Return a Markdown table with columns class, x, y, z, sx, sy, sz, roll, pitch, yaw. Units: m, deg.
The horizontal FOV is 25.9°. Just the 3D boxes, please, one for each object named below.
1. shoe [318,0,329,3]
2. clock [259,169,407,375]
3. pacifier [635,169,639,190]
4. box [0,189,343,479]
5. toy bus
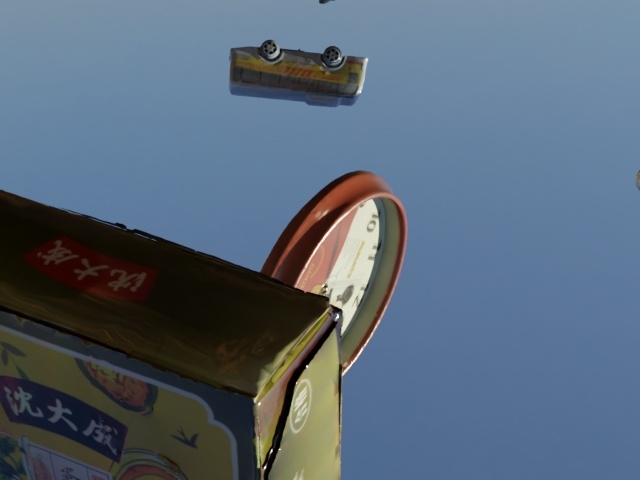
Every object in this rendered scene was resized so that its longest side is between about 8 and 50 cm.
| class | x | y | z | sx | sy | sz | roll | pitch | yaw |
| --- | --- | --- | --- | --- | --- | --- | --- | --- | --- |
| shoe | -0.013 | -0.414 | 2.119 | 0.099 | 0.169 | 0.071 | -35 | -130 | 6 |
| clock | -0.002 | 0.059 | 1.732 | 0.080 | 0.319 | 0.318 | 25 | -148 | 25 |
| pacifier | 0.478 | -0.056 | 1.905 | 0.116 | 0.127 | 0.150 | 34 | -166 | 28 |
| box | -0.172 | 0.187 | 1.189 | 0.373 | 0.420 | 0.138 | 18 | -139 | 23 |
| toy bus | -0.032 | -0.229 | 1.918 | 0.190 | 0.075 | 0.064 | 6 | 168 | -4 |
